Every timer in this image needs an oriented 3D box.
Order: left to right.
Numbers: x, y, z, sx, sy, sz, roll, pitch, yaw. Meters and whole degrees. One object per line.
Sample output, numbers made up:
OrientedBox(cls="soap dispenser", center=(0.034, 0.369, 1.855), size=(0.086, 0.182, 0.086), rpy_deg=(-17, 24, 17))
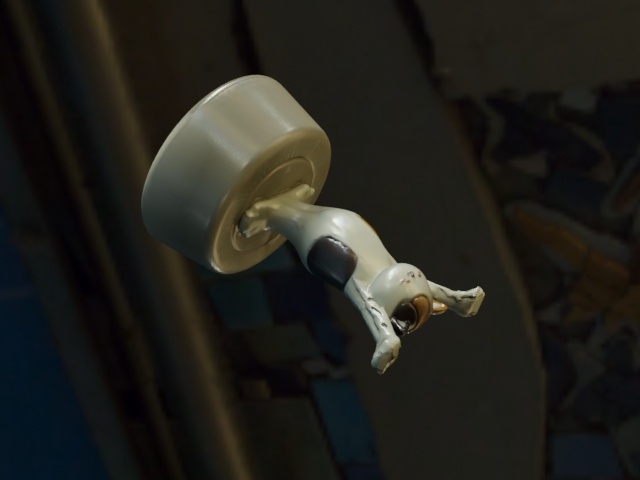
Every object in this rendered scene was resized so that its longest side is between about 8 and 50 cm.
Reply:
OrientedBox(cls="timer", center=(0.000, 0.000, 1.227), size=(0.175, 0.266, 0.175), rpy_deg=(-42, -25, -24))
